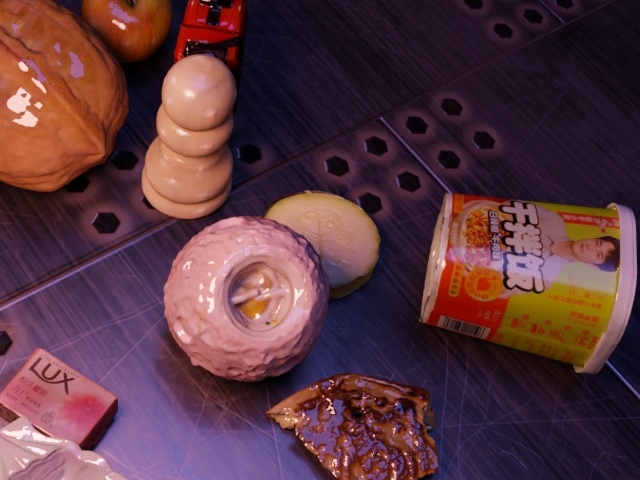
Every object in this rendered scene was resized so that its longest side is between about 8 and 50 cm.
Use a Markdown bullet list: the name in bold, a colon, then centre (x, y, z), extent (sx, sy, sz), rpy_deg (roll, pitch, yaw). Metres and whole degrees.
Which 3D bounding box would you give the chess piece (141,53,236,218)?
- **chess piece**: centre (-0.215, -0.184, 1.621), extent (0.167, 0.299, 0.167), rpy_deg (5, 56, -8)

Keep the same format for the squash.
- **squash**: centre (-0.001, 0.003, 1.712), extent (0.219, 0.041, 0.219), rpy_deg (7, 51, -8)

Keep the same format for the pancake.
- **pancake**: centre (0.075, 0.290, 1.526), extent (0.257, 0.056, 0.212), rpy_deg (43, 65, 7)

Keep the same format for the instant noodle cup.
- **instant noodle cup**: centre (0.338, 0.057, 1.631), extent (0.308, 0.294, 0.294), rpy_deg (11, 55, 2)

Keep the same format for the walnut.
- **walnut**: centre (-0.481, -0.241, 1.609), extent (0.344, 0.306, 0.306), rpy_deg (39, 57, 17)

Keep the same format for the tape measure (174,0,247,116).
- **tape measure**: centre (-0.193, -0.331, 1.751), extent (0.114, 0.253, 0.260), rpy_deg (9, 56, -3)

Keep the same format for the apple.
- **apple**: centre (-0.366, -0.422, 1.836), extent (0.182, 0.155, 0.182), rpy_deg (8, 67, -19)

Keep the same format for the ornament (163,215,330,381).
- **ornament**: centre (-0.115, 0.092, 1.503), extent (0.259, 0.225, 0.259), rpy_deg (1, 85, -17)

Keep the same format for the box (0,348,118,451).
- **box**: centre (-0.390, 0.245, 1.441), extent (0.156, 0.060, 0.111), rpy_deg (30, 54, 6)

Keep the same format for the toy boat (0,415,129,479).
- **toy boat**: centre (-0.363, 0.381, 1.332), extent (0.199, 0.100, 0.290), rpy_deg (-33, 71, -30)
